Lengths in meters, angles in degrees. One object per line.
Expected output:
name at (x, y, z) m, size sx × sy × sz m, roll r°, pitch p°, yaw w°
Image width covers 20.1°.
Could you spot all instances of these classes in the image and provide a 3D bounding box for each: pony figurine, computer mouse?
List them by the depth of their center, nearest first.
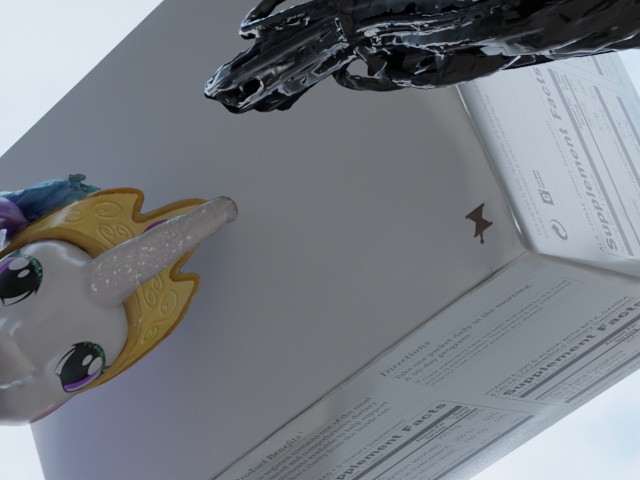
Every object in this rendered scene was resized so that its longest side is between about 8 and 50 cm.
computer mouse at (0.112, -0.096, 0.533) m, size 0.272 × 0.188 × 0.072 m, roll -13°, pitch -85°, yaw -30°
pony figurine at (-0.211, 0.123, 0.633) m, size 0.351 × 0.363 × 0.303 m, roll -34°, pitch -84°, yaw 36°

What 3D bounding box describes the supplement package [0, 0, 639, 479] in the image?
supplement package at (0.000, 0.000, 0.767) m, size 0.262 × 0.145 × 0.204 m, roll -38°, pitch -122°, yaw 31°
